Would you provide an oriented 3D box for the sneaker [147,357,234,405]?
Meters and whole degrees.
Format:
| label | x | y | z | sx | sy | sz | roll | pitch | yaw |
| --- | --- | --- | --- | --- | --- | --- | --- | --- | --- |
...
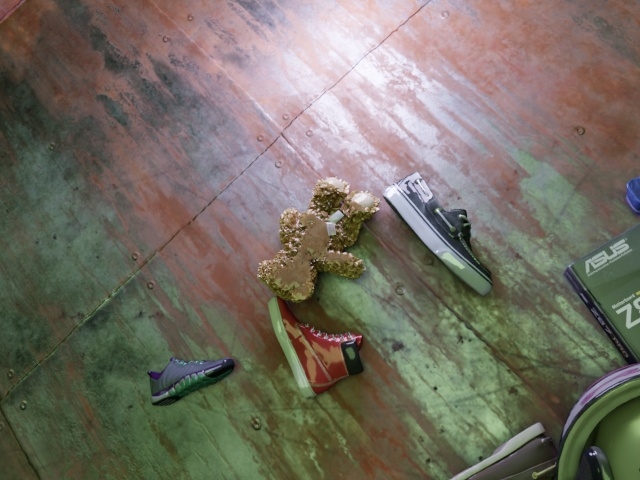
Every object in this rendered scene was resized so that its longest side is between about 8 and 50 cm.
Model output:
| label | x | y | z | sx | sy | sz | roll | pitch | yaw |
| --- | --- | --- | --- | --- | --- | --- | --- | --- | --- |
| sneaker | -0.314 | 0.306 | 1.419 | 0.223 | 0.083 | 0.098 | -26 | 66 | 7 |

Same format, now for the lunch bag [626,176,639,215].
| label | x | y | z | sx | sy | sz | roll | pitch | yaw |
| --- | --- | --- | --- | --- | --- | --- | --- | --- | --- |
| lunch bag | 0.702 | -0.101 | 1.268 | 0.098 | 0.065 | 0.067 | -23 | 56 | 9 |

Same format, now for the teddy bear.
| label | x | y | z | sx | sy | sz | roll | pitch | yaw |
| --- | --- | --- | --- | --- | --- | --- | --- | --- | --- |
| teddy bear | 0.000 | 0.000 | 1.411 | 0.244 | 0.113 | 0.338 | 14 | 70 | 8 |

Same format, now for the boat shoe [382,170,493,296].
| label | x | y | z | sx | sy | sz | roll | pitch | yaw |
| --- | --- | --- | --- | --- | --- | --- | --- | --- | --- |
| boat shoe | 0.277 | -0.029 | 1.329 | 0.119 | 0.121 | 0.335 | -42 | 68 | 6 |

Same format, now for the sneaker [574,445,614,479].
| label | x | y | z | sx | sy | sz | roll | pitch | yaw |
| --- | --- | --- | --- | --- | --- | --- | --- | --- | --- |
| sneaker | 0.413 | 0.450 | 0.988 | 0.130 | 0.087 | 0.228 | 2 | 103 | 6 |

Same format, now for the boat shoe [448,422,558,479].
| label | x | y | z | sx | sy | sz | roll | pitch | yaw |
| --- | --- | --- | --- | --- | --- | --- | --- | --- | --- |
| boat shoe | 0.324 | 0.478 | 1.163 | 0.324 | 0.117 | 0.097 | -28 | 65 | -13 |

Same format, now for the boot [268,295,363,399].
| label | x | y | z | sx | sy | sz | roll | pitch | yaw |
| --- | --- | --- | --- | --- | --- | --- | --- | --- | --- |
| boot | -0.005 | 0.211 | 1.364 | 0.176 | 0.088 | 0.244 | -28 | 74 | 2 |

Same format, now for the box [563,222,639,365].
| label | x | y | z | sx | sy | sz | roll | pitch | yaw |
| --- | --- | --- | --- | --- | --- | --- | --- | --- | --- |
| box | 0.750 | 0.087 | 1.189 | 0.394 | 0.097 | 0.318 | -31 | 69 | 6 |

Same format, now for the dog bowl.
| label | x | y | z | sx | sy | sz | roll | pitch | yaw |
| --- | --- | --- | --- | --- | --- | --- | --- | --- | --- |
| dog bowl | 0.618 | 0.399 | 1.057 | 0.407 | 0.150 | 0.408 | 2 | 98 | 12 |
